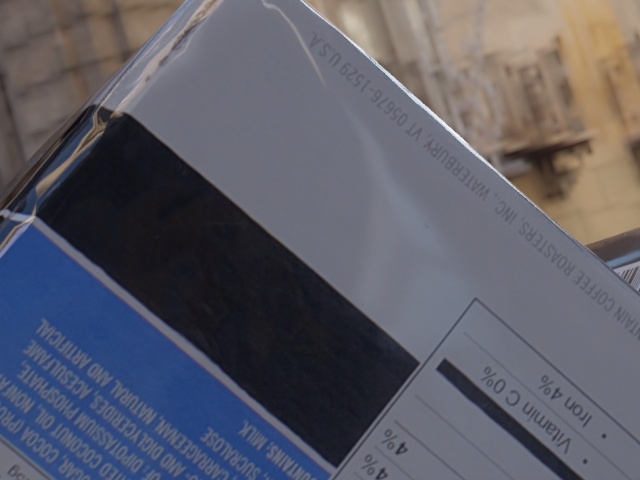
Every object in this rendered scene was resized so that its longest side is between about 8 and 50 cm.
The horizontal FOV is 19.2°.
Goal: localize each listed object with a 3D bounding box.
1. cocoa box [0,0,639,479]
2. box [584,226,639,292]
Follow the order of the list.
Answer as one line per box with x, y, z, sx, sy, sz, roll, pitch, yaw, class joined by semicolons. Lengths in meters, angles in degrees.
-0.047;0.086;0.663;0.228;0.231;0.347;-51;8;-11;cocoa box
0.238;0.145;1.060;0.296;0.294;0.183;-20;21;37;box
